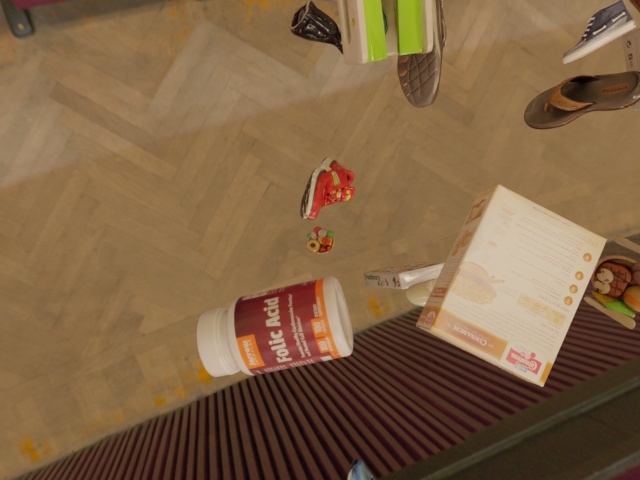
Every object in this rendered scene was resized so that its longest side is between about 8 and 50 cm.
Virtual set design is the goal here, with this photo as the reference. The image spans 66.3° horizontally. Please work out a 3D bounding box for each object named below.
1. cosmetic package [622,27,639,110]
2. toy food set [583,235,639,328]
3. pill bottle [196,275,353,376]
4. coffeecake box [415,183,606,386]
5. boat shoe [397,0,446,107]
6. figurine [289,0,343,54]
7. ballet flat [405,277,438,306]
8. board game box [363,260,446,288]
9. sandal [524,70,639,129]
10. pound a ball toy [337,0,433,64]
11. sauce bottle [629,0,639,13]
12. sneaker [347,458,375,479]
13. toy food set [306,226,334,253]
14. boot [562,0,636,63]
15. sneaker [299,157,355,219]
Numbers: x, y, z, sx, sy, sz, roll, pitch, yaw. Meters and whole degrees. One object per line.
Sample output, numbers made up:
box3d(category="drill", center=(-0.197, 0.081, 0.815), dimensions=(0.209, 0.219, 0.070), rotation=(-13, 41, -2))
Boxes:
box3d(category="cosmetic package", center=(0.672, -0.314, 0.745), dimensions=(0.197, 0.365, 0.155), rotation=(-14, 99, 2))
box3d(category="toy food set", center=(0.641, 0.094, 1.043), dimensions=(0.039, 0.132, 0.192), rotation=(-21, 131, -33))
box3d(category="pill bottle", center=(-0.123, 0.246, 1.358), dimensions=(0.392, 0.224, 0.224), rotation=(-14, 92, 9))
box3d(category="coffeecake box", center=(0.221, 0.051, 0.578), dimensions=(0.142, 0.068, 0.185), rotation=(27, 83, -1))
box3d(category="boat shoe", center=(0.298, -0.552, 1.354), dimensions=(0.130, 0.132, 0.355), rotation=(-18, 110, -43))
box3d(category="figurine", center=(0.038, -0.594, 1.289), dimensions=(0.210, 0.092, 0.214), rotation=(19, 69, -32))
box3d(category="ballet flat", center=(0.349, 0.130, 1.299), dimensions=(0.249, 0.086, 0.086), rotation=(3, 88, -17))
box3d(category="board game box", center=(0.285, 0.111, 1.610), dimensions=(0.193, 0.305, 0.053), rotation=(-11, 90, -16))
box3d(category="sandal", center=(0.480, -0.268, 0.913), dimensions=(0.060, 0.219, 0.089), rotation=(21, 80, -34))
box3d(category="pound a ball toy", center=(0.045, -0.440, 0.753), dimensions=(0.208, 0.136, 0.319), rotation=(-14, 113, -11))
box3d(category="sauce bottle", center=(0.203, -0.137, 0.274), dimensions=(0.128, 0.042, 0.042), rotation=(39, 81, -16))
box3d(category="sneaker", center=(0.108, 0.443, 0.842), dimensions=(0.073, 0.063, 0.162), rotation=(-34, 91, 24))
box3d(category="toy food set", center=(0.000, 0.000, 1.448), dimensions=(0.083, 0.020, 0.082), rotation=(8, 73, 2))
box3d(category="boot", center=(0.760, -0.579, 1.366), dimensions=(0.190, 0.069, 0.086), rotation=(-26, 90, 28))
box3d(category="sneaker", center=(0.029, -0.133, 1.263), dimensions=(0.118, 0.279, 0.107), rotation=(24, 126, 3))
